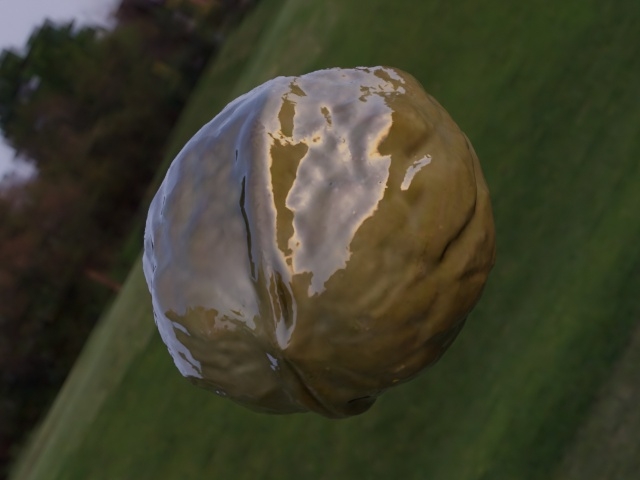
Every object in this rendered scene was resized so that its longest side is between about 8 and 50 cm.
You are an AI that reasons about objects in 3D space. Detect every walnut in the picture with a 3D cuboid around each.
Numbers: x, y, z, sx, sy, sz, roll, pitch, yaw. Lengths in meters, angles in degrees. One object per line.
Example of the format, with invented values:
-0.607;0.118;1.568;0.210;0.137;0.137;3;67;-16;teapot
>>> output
0.000;0.000;0.450;0.092;0.092;0.092;-62;2;4;walnut
